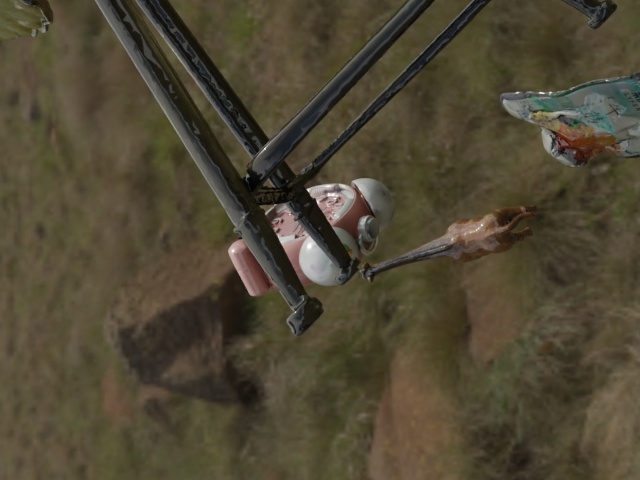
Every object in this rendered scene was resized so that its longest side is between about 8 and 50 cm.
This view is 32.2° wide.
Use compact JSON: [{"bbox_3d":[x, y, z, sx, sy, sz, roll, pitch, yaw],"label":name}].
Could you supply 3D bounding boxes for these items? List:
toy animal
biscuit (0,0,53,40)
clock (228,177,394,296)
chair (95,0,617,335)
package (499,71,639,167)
[{"bbox_3d":[0.197,0.007,1.673,0.224,0.229,0.066,-19,89,52],"label":"toy animal"},{"bbox_3d":[-0.338,-0.211,0.992,0.273,0.187,0.036,-4,81,50],"label":"biscuit"},{"bbox_3d":[0.000,0.000,1.284,0.162,0.166,0.093,-9,119,37],"label":"clock"},{"bbox_3d":[-0.017,-0.216,0.881,0.364,0.410,0.362,-46,-2,7],"label":"chair"},{"bbox_3d":[0.354,-0.148,1.418,0.232,0.166,0.040,1,58,45],"label":"package"}]
